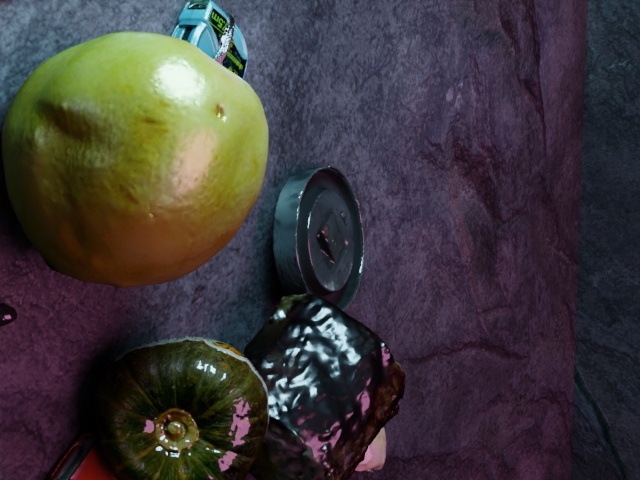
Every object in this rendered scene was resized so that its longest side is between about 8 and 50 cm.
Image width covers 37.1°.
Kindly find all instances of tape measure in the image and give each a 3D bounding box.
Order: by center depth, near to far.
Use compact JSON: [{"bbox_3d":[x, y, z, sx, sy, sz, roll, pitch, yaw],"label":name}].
[{"bbox_3d":[-0.166,-0.280,1.436,0.125,0.081,0.146,42,65,-51],"label":"tape measure"}]

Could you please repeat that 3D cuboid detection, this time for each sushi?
[{"bbox_3d":[-0.029,0.274,1.636,0.294,0.281,0.299,-46,143,-33],"label":"sushi"}]

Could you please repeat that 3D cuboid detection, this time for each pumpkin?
[{"bbox_3d":[-0.206,0.268,1.413,0.189,0.260,0.260,141,-35,-82],"label":"pumpkin"}]

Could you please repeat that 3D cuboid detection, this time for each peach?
[{"bbox_3d":[-0.227,-0.097,1.207,0.281,0.314,0.315,5,98,-74],"label":"peach"}]

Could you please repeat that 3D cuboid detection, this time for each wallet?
[{"bbox_3d":[-0.337,0.397,1.408,0.142,0.045,0.204,-58,143,-35],"label":"wallet"}]

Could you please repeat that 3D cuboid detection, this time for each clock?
[{"bbox_3d":[0.000,0.000,1.758,0.281,0.056,0.280,9,79,-63],"label":"clock"}]

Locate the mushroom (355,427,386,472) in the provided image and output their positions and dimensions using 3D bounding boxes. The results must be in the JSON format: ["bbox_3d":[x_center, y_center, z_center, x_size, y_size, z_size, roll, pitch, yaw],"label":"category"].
[{"bbox_3d":[0.067,0.358,1.923,0.236,0.162,0.173,-2,102,-59],"label":"mushroom"}]

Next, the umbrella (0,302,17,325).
[{"bbox_3d":[-0.446,0.055,1.114,0.248,0.071,0.070,51,57,-53],"label":"umbrella"}]
